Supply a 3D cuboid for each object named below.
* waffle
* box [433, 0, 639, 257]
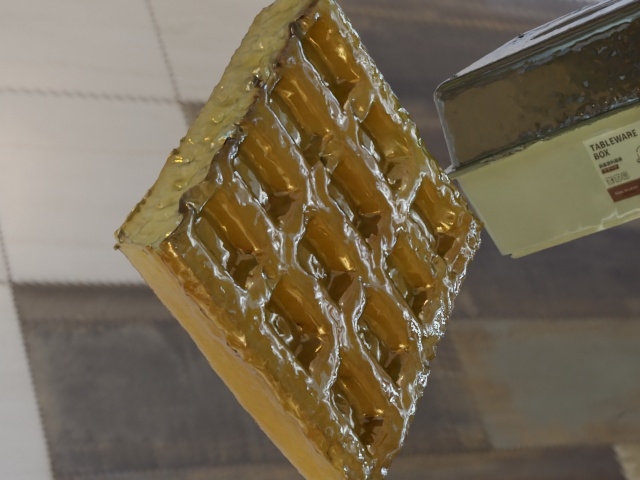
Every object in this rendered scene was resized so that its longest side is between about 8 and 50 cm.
[{"bbox_3d":[0.000,0.000,0.956,0.221,0.055,0.248,55,42,-28],"label":"waffle"},{"bbox_3d":[0.249,-0.114,1.336,0.220,0.290,0.166,-34,100,-47],"label":"box"}]
